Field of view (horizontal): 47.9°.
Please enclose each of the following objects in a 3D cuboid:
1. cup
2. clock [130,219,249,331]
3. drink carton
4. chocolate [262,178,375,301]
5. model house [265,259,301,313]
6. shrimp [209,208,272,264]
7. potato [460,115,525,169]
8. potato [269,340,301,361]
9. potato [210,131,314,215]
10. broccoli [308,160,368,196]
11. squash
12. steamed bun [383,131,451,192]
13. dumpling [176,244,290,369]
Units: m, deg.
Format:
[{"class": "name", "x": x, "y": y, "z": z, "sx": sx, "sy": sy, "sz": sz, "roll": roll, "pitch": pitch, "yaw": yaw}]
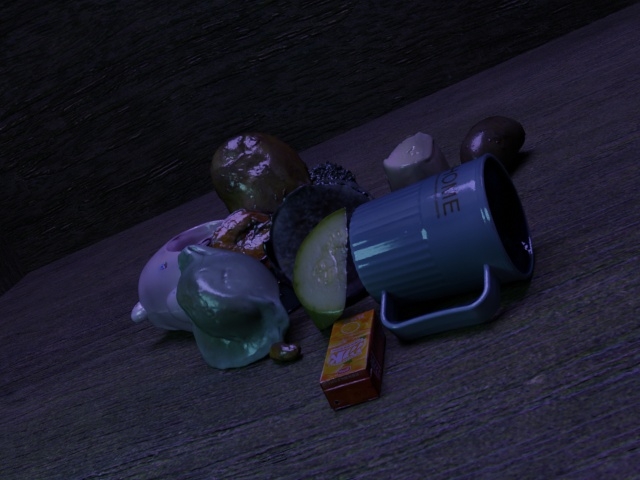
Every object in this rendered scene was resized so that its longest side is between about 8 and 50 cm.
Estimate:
[{"class": "cup", "x": 0.253, "y": 0.027, "z": 1.492, "sx": 0.311, "sy": 0.331, "sz": 0.257, "roll": -19, "pitch": -15, "yaw": 30}, {"class": "clock", "x": -0.348, "y": 0.101, "z": 2.052, "sx": 0.377, "sy": 0.250, "sz": 0.368, "roll": -18, "pitch": 18, "yaw": 25}, {"class": "drink carton", "x": 0.067, "y": 0.225, "z": 1.389, "sx": 0.096, "sy": 0.071, "sz": 0.223, "roll": -20, "pitch": 18, "yaw": 16}, {"class": "chocolate", "x": 0.023, "y": -0.003, "z": 1.803, "sx": 0.303, "sy": 0.303, "sz": 0.213, "roll": -25, "pitch": 0, "yaw": 4}, {"class": "model house", "x": -0.125, "y": 0.115, "z": 1.864, "sx": 0.148, "sy": 0.148, "sz": 0.119, "roll": -29, "pitch": 19, "yaw": -20}, {"class": "shrimp", "x": -0.150, "y": -0.029, "z": 1.895, "sx": 0.317, "sy": 0.164, "sz": 0.062, "roll": -32, "pitch": -9, "yaw": -13}, {"class": "potato", "x": 0.495, "y": -0.271, "z": 2.079, "sx": 0.165, "sy": 0.164, "sz": 0.262, "roll": -13, "pitch": 15, "yaw": 37}, {"class": "potato", "x": -0.081, "y": 0.246, "z": 1.591, "sx": 0.092, "sy": 0.045, "sz": 0.047, "roll": -5, "pitch": -4, "yaw": 43}, {"class": "potato", "x": -0.160, "y": -0.192, "z": 2.052, "sx": 0.289, "sy": 0.237, "sz": 0.301, "roll": -10, "pitch": 6, "yaw": -27}, {"class": "broccoli", "x": 0.028, "y": -0.095, "z": 2.268, "sx": 0.247, "sy": 0.262, "sz": 0.243, "roll": 1, "pitch": -29, "yaw": -35}, {"class": "squash", "x": 0.020, "y": 0.082, "z": 1.597, "sx": 0.204, "sy": 0.155, "sz": 0.236, "roll": -15, "pitch": 59, "yaw": 35}, {"class": "steamed bun", "x": 0.270, "y": -0.170, "z": 1.993, "sx": 0.170, "sy": 0.225, "sz": 0.200, "roll": -16, "pitch": 21, "yaw": 31}, {"class": "dumpling", "x": -0.241, "y": 0.140, "z": 1.721, "sx": 0.270, "sy": 0.212, "sz": 0.320, "roll": -39, "pitch": 32, "yaw": 5}]
